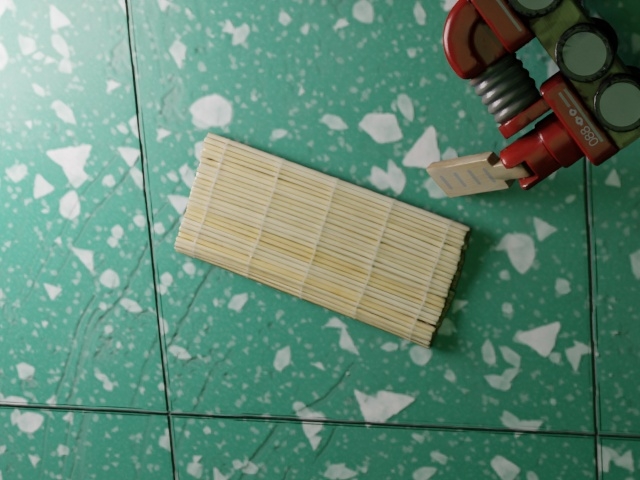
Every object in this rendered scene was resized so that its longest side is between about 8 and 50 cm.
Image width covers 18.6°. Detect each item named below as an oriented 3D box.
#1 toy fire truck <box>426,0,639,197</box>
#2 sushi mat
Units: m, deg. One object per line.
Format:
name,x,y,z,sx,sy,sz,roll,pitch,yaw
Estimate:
toy fire truck,0.187,-0.146,1.965,0.246,0.158,0.217,-36,93,14
sushi mat,0.000,0.000,2.129,0.317,0.019,0.151,20,111,12
